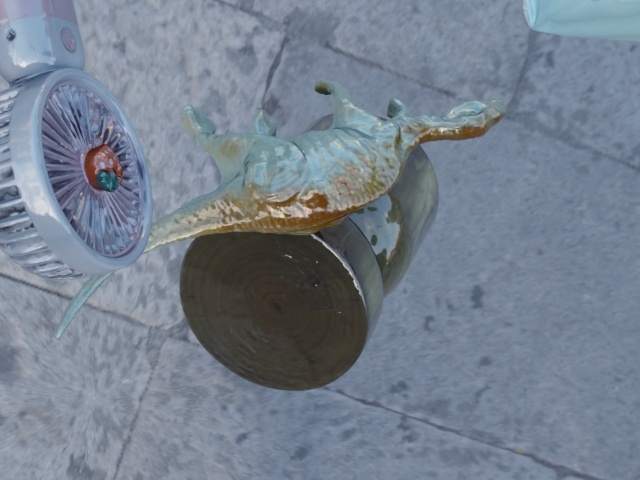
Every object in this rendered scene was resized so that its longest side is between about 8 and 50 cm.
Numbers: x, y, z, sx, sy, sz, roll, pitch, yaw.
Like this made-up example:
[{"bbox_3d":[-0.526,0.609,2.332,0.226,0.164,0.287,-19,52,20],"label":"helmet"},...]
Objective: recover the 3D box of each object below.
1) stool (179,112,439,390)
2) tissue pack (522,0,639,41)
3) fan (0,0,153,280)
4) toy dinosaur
[{"bbox_3d":[0.000,0.000,0.966,0.179,0.179,0.264,43,33,-3],"label":"stool"},{"bbox_3d":[0.238,-0.129,0.417,0.177,0.263,0.089,-5,101,-30],"label":"tissue pack"},{"bbox_3d":[-0.171,-0.096,0.628,0.074,0.130,0.244,-14,88,19],"label":"fan"},{"bbox_3d":[-0.052,-0.050,0.804,0.393,0.205,0.092,-30,131,-17],"label":"toy dinosaur"}]
